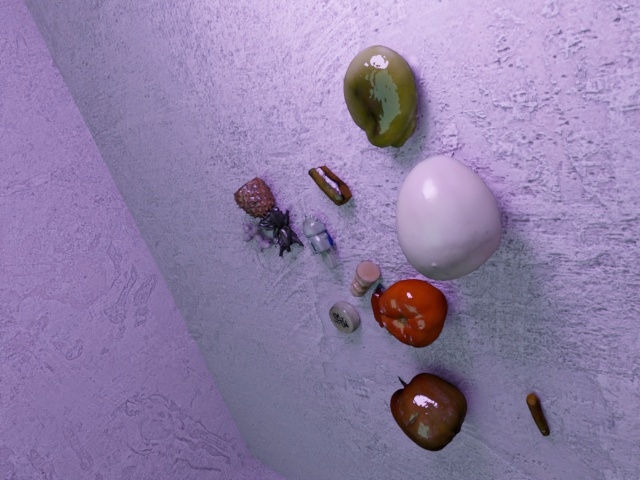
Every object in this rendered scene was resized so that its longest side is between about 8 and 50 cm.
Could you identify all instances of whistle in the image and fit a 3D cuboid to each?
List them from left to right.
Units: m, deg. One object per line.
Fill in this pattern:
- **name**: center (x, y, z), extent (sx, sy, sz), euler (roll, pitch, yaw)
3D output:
- **whistle**: center (0.000, 0.000, 1.913), extent (0.110, 0.092, 0.245), euler (-22, 100, 51)

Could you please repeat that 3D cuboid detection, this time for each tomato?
- **tomato**: center (0.324, 0.242, 1.678), extent (0.259, 0.180, 0.260), euler (26, 132, 33)

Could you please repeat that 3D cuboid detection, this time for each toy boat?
- **toy boat**: center (0.238, 0.251, 1.881), extent (0.069, 0.058, 0.173), euler (2, 113, 46)

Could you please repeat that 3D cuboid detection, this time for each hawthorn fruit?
- **hawthorn fruit**: center (0.396, 0.636, 1.845), extent (0.300, 0.267, 0.268), euler (40, 142, 33)

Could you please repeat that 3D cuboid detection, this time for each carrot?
- **carrot**: center (0.037, -0.201, 1.727), extent (0.173, 0.082, 0.082), euler (50, 143, 10)
- **carrot**: center (0.732, 0.587, 1.625), extent (0.042, 0.042, 0.171), euler (-9, 114, 50)

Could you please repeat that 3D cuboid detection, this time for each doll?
- **doll**: center (-0.302, -0.021, 2.250), extent (0.160, 0.059, 0.161), euler (-23, 101, 51)

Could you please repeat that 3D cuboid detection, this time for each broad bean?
- **broad bean**: center (0.171, -0.405, 1.389), extent (0.237, 0.119, 0.291), euler (10, 124, 43)

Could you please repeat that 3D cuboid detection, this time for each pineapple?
- **pineapple**: center (-0.203, -0.095, 2.032), extent (0.365, 0.165, 0.165), euler (51, 144, -9)

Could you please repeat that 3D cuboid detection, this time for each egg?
- **egg**: center (0.344, -0.061, 1.339), extent (0.283, 0.283, 0.346), euler (-6, 108, 49)

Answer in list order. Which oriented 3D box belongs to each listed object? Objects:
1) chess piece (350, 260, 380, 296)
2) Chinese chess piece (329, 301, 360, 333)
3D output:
- **chess piece**: center (0.159, 0.160, 1.870), extent (0.094, 0.094, 0.171), euler (44, 146, 14)
- **Chinese chess piece**: center (0.103, 0.333, 2.088), extent (0.144, 0.058, 0.144), euler (28, 136, 31)
